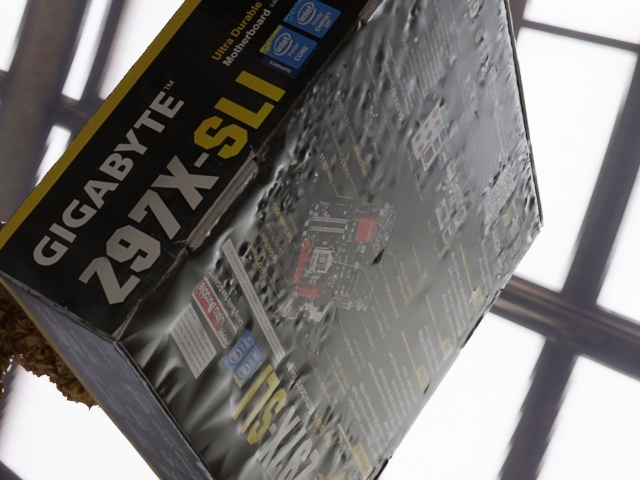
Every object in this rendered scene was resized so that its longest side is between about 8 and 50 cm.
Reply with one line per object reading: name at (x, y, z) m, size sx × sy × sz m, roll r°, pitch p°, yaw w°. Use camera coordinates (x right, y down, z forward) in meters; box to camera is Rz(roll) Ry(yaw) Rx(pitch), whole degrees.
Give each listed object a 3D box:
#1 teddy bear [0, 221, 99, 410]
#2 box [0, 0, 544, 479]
teddy bear at (-0.179, 0.062, 1.207) m, size 0.245 × 0.338 × 0.113 m, roll -72°, pitch -28°, yaw -49°
box at (0.000, 0.000, 0.763) m, size 0.257 × 0.079 × 0.322 m, roll -53°, pitch -27°, yaw -17°
